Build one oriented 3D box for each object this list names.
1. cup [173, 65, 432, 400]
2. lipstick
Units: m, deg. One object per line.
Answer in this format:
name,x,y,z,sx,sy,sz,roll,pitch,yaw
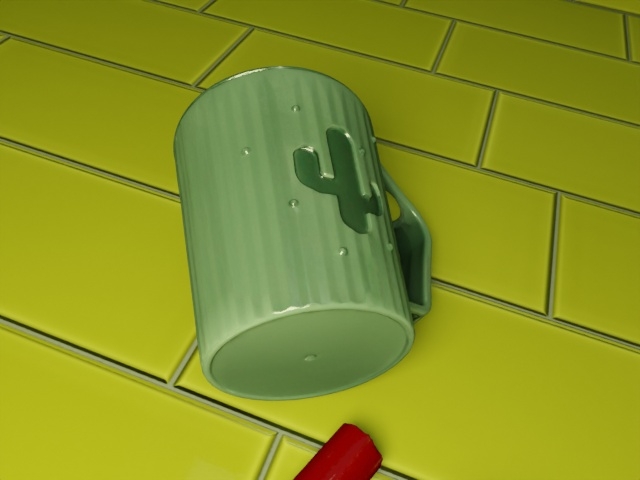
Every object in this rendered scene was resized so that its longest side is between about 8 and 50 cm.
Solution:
cup,-0.001,-0.015,0.753,0.400,0.310,0.392,-6,54,-9
lipstick,-0.038,0.326,0.590,0.073,0.073,0.279,36,54,24
